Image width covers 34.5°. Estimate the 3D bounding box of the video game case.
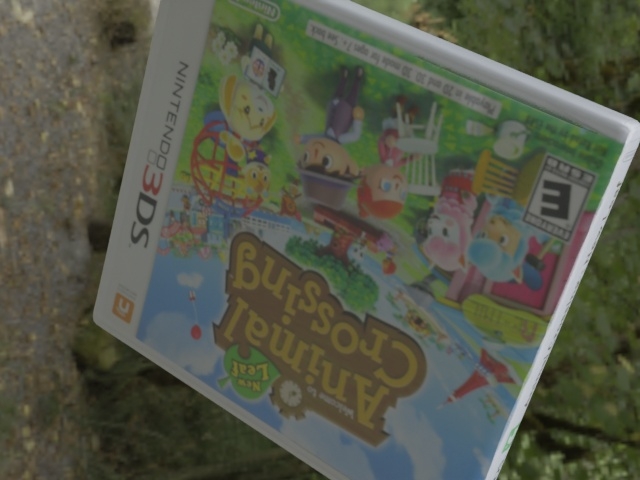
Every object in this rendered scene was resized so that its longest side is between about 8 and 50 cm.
[{"bbox_3d":[0.000,0.000,0.434,0.023,0.212,0.193,-21,134,-55],"label":"video game case"}]
